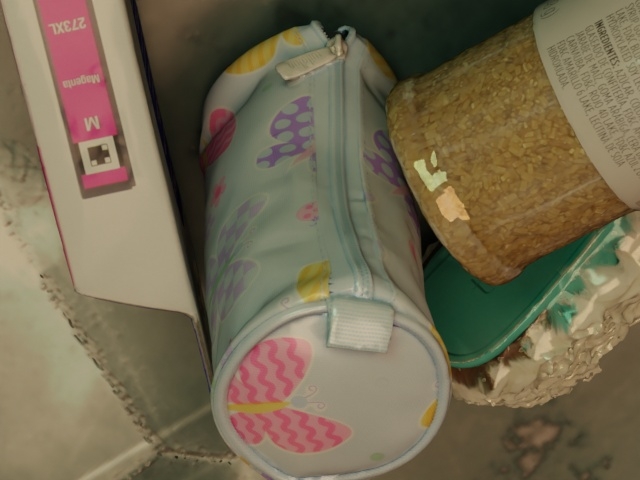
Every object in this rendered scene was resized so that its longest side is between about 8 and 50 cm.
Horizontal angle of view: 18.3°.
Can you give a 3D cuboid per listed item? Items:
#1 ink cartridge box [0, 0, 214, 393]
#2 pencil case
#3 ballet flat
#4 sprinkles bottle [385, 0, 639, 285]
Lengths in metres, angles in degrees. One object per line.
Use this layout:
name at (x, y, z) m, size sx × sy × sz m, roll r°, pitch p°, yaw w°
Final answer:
ink cartridge box at (-0.118, -0.102, 1.003) m, size 0.069 × 0.176 × 0.371 m, roll -14°, pitch 112°, yaw -1°
pencil case at (0.000, 0.000, 1.009) m, size 0.113 × 0.273 × 0.124 m, roll 23°, pitch 121°, yaw -19°
ballet flat at (0.210, -0.061, 1.107) m, size 0.147 × 0.147 × 0.409 m, roll 40°, pitch 104°, yaw -19°
sprinkles bottle at (0.207, -0.104, 0.959) m, size 0.355 × 0.121 × 0.121 m, roll -28°, pitch 113°, yaw 21°
